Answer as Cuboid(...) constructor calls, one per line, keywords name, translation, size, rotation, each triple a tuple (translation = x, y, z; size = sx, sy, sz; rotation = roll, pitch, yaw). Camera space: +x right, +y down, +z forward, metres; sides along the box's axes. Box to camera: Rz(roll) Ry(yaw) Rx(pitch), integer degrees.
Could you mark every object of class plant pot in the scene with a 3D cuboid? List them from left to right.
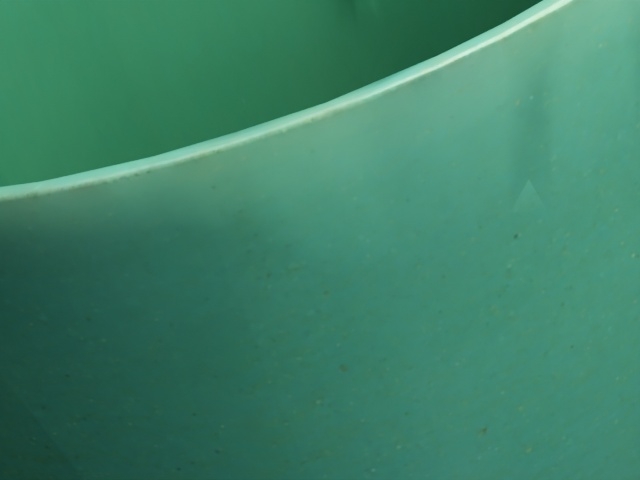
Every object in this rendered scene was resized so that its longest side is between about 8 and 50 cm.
Cuboid(name="plant pot", translation=(0.000, 0.000, 0.527), size=(0.293, 0.235, 0.293), rotation=(-13, 33, 8))
